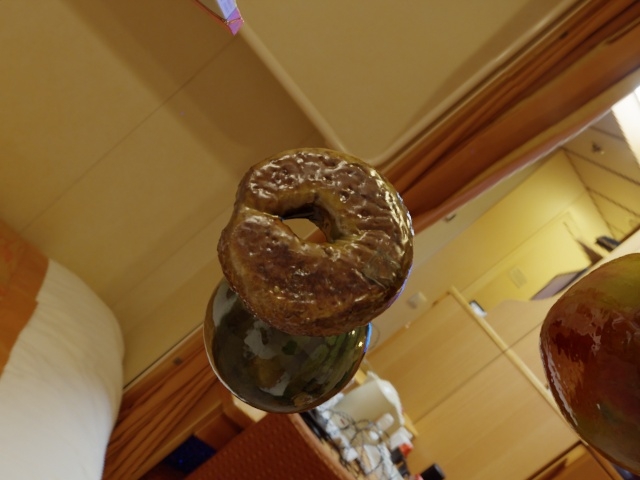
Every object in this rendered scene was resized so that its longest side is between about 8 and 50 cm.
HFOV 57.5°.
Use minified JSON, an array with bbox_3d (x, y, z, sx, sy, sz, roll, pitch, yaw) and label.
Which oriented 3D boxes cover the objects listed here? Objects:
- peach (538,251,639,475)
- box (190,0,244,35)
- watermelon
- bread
[{"bbox_3d":[0.334,0.120,0.565,0.231,0.231,0.231,50,6,-7],"label":"peach"},{"bbox_3d":[-0.190,-0.393,0.852,0.139,0.035,0.245,39,0,0],"label":"box"},{"bbox_3d":[-0.038,0.105,0.728,0.212,0.212,0.212,50,6,-7],"label":"watermelon"},{"bbox_3d":[0.000,0.000,0.541,0.193,0.193,0.064,51,-24,9],"label":"bread"}]
